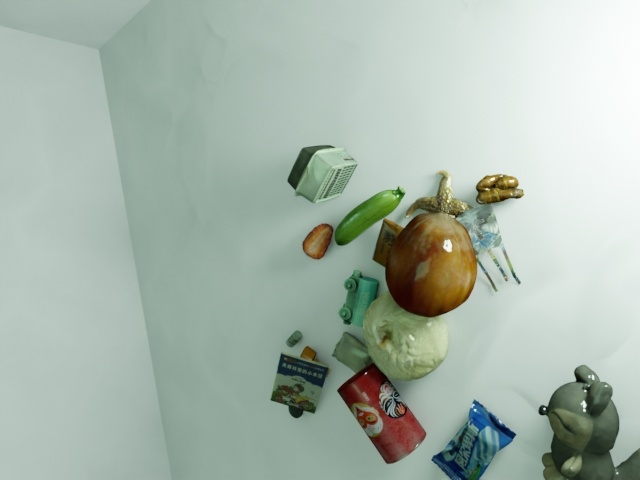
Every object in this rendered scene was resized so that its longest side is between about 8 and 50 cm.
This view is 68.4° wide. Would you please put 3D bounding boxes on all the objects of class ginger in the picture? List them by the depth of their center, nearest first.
[{"bbox_3d":[0.611,-0.182,1.619,0.162,0.073,0.103,-7,103,33],"label":"ginger"}]

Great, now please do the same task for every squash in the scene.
[{"bbox_3d":[0.190,-0.104,1.940,0.395,0.107,0.107,-37,71,35],"label":"squash"}]

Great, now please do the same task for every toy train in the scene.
[{"bbox_3d":[0.167,0.255,2.008,0.159,0.101,0.248,17,106,20],"label":"toy train"}]

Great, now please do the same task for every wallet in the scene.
[{"bbox_3d":[0.294,0.030,1.890,0.161,0.042,0.196,30,122,34],"label":"wallet"}]

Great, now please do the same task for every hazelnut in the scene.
[{"bbox_3d":[0.385,0.085,1.651,0.365,0.365,0.366,4,97,38],"label":"hazelnut"}]

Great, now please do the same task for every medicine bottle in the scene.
[{"bbox_3d":[-0.128,0.478,2.285,0.083,0.047,0.047,-50,65,30],"label":"medicine bottle"}]

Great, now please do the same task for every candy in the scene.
[{"bbox_3d":[0.560,0.770,1.746,0.187,0.077,0.331,39,114,27],"label":"candy"}]

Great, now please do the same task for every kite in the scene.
[{"bbox_3d":[0.582,0.032,1.669,0.169,0.015,0.310,-24,87,37],"label":"kite"}]

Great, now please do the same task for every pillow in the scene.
[{"bbox_3d":[0.149,0.497,2.046,0.181,0.077,0.134,33,114,30],"label":"pillow"}]

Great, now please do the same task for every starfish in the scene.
[{"bbox_3d":[0.462,-0.095,1.753,0.302,0.060,0.299,33,111,31],"label":"starfish"}]

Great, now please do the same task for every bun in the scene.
[{"bbox_3d":[0.308,0.371,1.812,0.349,0.227,0.353,27,112,32],"label":"bun"}]

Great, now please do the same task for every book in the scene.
[{"bbox_3d":[-0.102,0.663,2.174,0.228,0.018,0.323,15,121,4],"label":"book"}]

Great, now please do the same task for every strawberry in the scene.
[{"bbox_3d":[0.000,0.000,2.127,0.121,0.082,0.188,42,110,5],"label":"strawberry"}]

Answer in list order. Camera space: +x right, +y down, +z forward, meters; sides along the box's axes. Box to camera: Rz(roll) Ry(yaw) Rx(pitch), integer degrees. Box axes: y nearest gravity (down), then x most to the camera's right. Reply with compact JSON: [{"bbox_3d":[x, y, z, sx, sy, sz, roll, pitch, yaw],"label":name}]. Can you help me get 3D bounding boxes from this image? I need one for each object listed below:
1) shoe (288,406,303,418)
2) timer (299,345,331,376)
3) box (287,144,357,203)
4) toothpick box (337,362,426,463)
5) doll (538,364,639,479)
[{"bbox_3d":[-0.135,0.757,2.290,0.108,0.093,0.241,10,102,39],"label":"shoe"},{"bbox_3d":[-0.025,0.581,2.185,0.152,0.132,0.132,24,110,10],"label":"timer"},{"bbox_3d":[0.008,-0.282,1.954,0.166,0.290,0.221,37,117,17],"label":"box"},{"bbox_3d":[0.241,0.681,1.877,0.204,0.204,0.333,-41,78,34],"label":"toothpick box"},{"bbox_3d":[0.870,0.580,1.430,0.378,0.252,0.383,7,103,6],"label":"doll"}]
